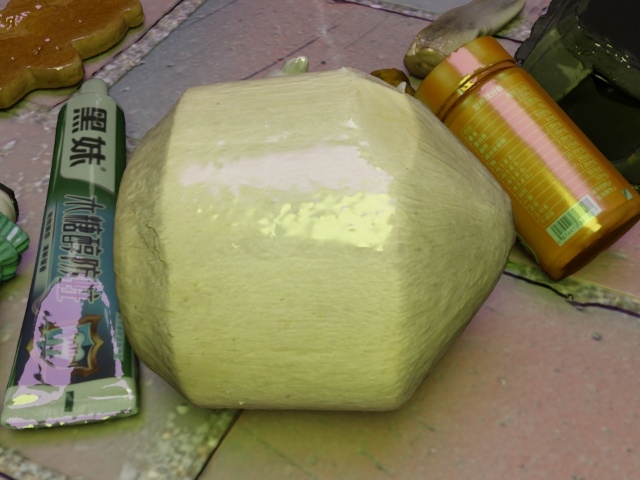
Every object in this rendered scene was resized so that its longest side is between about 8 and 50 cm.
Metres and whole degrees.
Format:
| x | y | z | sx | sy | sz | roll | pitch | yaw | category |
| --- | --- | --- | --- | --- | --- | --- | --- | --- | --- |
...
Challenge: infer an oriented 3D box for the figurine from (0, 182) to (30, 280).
| x | y | z | sx | sy | sz | roll | pitch | yaw | category |
| --- | --- | --- | --- | --- | --- | --- | --- | --- | --- |
| -0.292 | 0.041 | 0.710 | 0.138 | 0.110 | 0.245 | 13 | 38 | -9 | figurine |

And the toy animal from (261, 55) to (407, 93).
| x | y | z | sx | sy | sz | roll | pitch | yaw | category |
| --- | --- | --- | --- | --- | --- | --- | --- | --- | --- |
| -0.009 | -0.098 | 0.821 | 0.131 | 0.127 | 0.181 | -17 | 35 | -22 | toy animal |

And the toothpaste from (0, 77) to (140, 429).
| x | y | z | sx | sy | sz | roll | pitch | yaw | category |
| --- | --- | --- | --- | --- | --- | --- | --- | --- | --- |
| -0.202 | -0.013 | 0.784 | 0.099 | 0.061 | 0.392 | -5 | 47 | -5 | toothpaste |

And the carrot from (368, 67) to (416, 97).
| x | y | z | sx | sy | sz | roll | pitch | yaw | category |
| --- | --- | --- | --- | --- | --- | --- | --- | --- | --- |
| 0.082 | -0.067 | 0.816 | 0.070 | 0.070 | 0.260 | -9 | 45 | -5 | carrot |

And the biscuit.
| x | y | z | sx | sy | sz | roll | pitch | yaw | category |
| --- | --- | --- | --- | --- | --- | --- | --- | --- | --- |
| -0.313 | -0.222 | 1.016 | 0.184 | 0.035 | 0.249 | 26 | 51 | 25 | biscuit |

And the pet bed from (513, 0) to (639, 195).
| x | y | z | sx | sy | sz | roll | pitch | yaw | category |
| --- | --- | --- | --- | --- | --- | --- | --- | --- | --- |
| 0.275 | -0.154 | 0.847 | 0.183 | 0.159 | 0.211 | 34 | 54 | 1 | pet bed |

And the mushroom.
| x | y | z | sx | sy | sz | roll | pitch | yaw | category |
| --- | --- | --- | --- | --- | --- | --- | --- | --- | --- |
| 0.159 | -0.227 | 0.992 | 0.059 | 0.054 | 0.202 | 29 | 48 | 21 | mushroom |

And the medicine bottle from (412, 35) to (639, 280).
| x | y | z | sx | sy | sz | roll | pitch | yaw | category |
| --- | --- | --- | --- | --- | --- | --- | --- | --- | --- |
| 0.167 | -0.068 | 0.754 | 0.096 | 0.096 | 0.192 | -31 | 72 | -25 | medicine bottle |

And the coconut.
| x | y | z | sx | sy | sz | roll | pitch | yaw | category |
| --- | --- | --- | --- | --- | --- | --- | --- | --- | --- |
| 0.000 | 0.000 | 0.638 | 0.266 | 0.237 | 0.237 | 0 | 45 | 8 | coconut |
